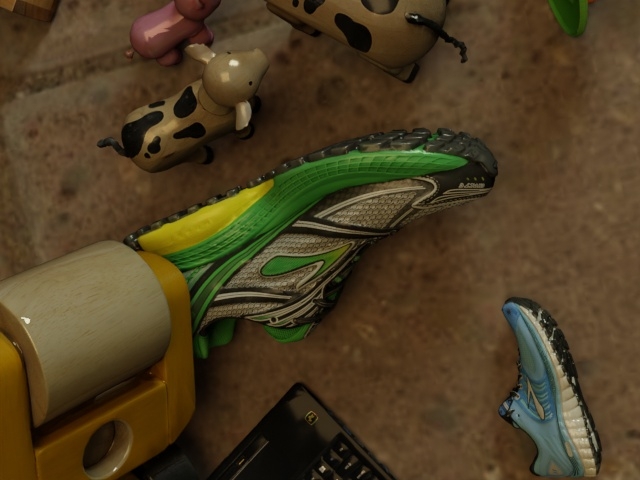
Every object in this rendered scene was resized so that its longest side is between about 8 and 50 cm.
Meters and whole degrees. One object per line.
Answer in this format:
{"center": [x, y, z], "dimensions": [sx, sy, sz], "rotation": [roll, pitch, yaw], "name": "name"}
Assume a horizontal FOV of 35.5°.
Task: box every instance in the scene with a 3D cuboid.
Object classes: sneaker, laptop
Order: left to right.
{"center": [-0.021, 0.305, 0.871], "dimensions": [0.264, 0.136, 0.234], "rotation": [45, 103, 11], "name": "laptop"}
{"center": [0.000, 0.000, 0.873], "dimensions": [0.344, 0.134, 0.146], "rotation": [-23, 92, 26], "name": "sneaker"}
{"center": [0.180, 0.127, 0.841], "dimensions": [0.073, 0.063, 0.162], "rotation": [-19, 86, 20], "name": "sneaker"}

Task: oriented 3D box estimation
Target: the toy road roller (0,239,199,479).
{"center": [-0.259, 0.150, 0.880], "dimensions": [0.241, 0.203, 0.329], "rotation": [21, 121, 33], "name": "toy road roller"}

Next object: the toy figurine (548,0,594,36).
{"center": [0.254, -0.266, 0.799], "dimensions": [0.159, 0.130, 0.173], "rotation": [-18, 61, 4], "name": "toy figurine"}

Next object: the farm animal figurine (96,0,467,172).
{"center": [-0.038, -0.206, 0.841], "dimensions": [0.327, 0.172, 0.330], "rotation": [11, 95, 17], "name": "farm animal figurine"}

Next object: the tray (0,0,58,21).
{"center": [-0.420, -0.391, 1.009], "dimensions": [0.411, 0.076, 0.202], "rotation": [25, 99, 16], "name": "tray"}
